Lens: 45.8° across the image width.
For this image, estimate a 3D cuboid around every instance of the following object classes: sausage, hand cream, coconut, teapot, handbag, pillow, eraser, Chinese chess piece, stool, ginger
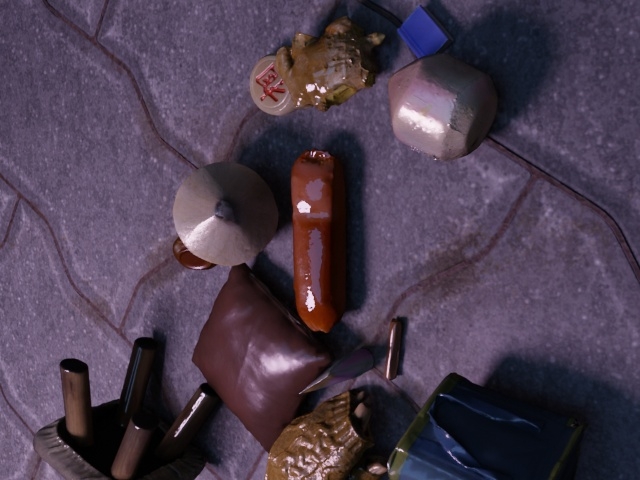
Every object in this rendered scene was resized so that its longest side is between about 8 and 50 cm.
[{"bbox_3d":[-0.001,0.000,1.445,0.097,0.094,0.348,2,96,21],"label":"sausage"},{"bbox_3d":[0.035,0.243,1.403,0.076,0.174,0.047,-39,75,31],"label":"hand cream"},{"bbox_3d":[0.188,-0.221,1.243,0.183,0.171,0.170,29,112,25],"label":"coconut"},{"bbox_3d":[-0.186,-0.051,1.478,0.202,0.222,0.202,0,91,-10],"label":"coconut"},{"bbox_3d":[-0.257,0.014,1.640,0.129,0.078,0.098,-11,131,26],"label":"teapot"},{"bbox_3d":[0.265,0.370,1.216,0.241,0.263,0.222,21,135,31],"label":"handbag"},{"bbox_3d":[-0.137,0.242,1.565,0.308,0.108,0.305,44,122,26],"label":"pillow"},{"bbox_3d":[0.180,-0.353,1.308,0.063,0.027,0.084,-45,72,32],"label":"eraser"},{"bbox_3d":[0.136,0.203,1.420,0.026,0.026,0.116,12,103,33],"label":"sausage"},{"bbox_3d":[-0.082,-0.305,1.481,0.122,0.051,0.122,5,100,33],"label":"Chinese chess piece"},{"bbox_3d":[-0.415,0.392,1.656,0.310,0.310,0.226,27,111,26],"label":"stool"},{"bbox_3d":[0.025,-0.320,1.373,0.216,0.102,0.157,-23,74,22],"label":"ginger"}]

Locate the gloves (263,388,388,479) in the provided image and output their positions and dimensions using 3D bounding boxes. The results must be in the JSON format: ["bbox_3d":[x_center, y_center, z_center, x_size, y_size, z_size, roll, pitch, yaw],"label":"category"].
[{"bbox_3d":[0.002,0.437,1.467,0.203,0.155,0.356,41,114,19],"label":"gloves"}]
